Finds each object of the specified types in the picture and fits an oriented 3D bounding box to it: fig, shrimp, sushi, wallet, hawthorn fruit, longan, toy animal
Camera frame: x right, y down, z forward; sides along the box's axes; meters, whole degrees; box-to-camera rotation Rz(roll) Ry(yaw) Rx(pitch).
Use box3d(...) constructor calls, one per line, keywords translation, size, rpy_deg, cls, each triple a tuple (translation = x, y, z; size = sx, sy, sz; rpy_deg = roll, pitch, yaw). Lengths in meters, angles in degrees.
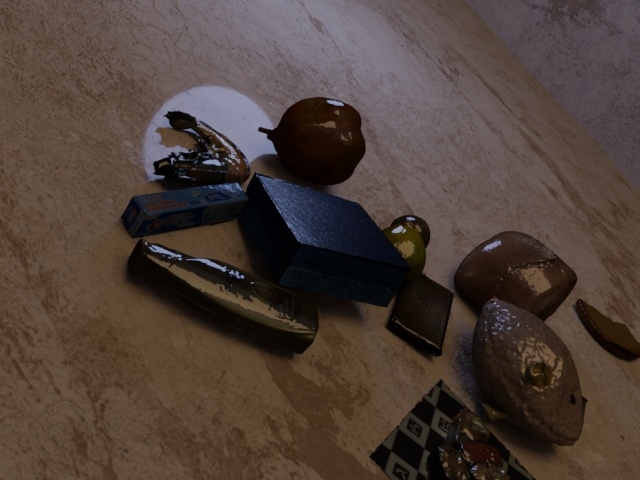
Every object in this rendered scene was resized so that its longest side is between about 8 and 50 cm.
box3d(translation=(0.168, 0.032, 1.836), size=(0.136, 0.120, 0.153), rpy_deg=(15, 50, -4), cls="fig")
box3d(translation=(-0.272, -0.194, 1.716), size=(0.222, 0.054, 0.290), rpy_deg=(50, 30, 14), cls="shrimp")
box3d(translation=(0.294, 0.426, 1.533), size=(0.320, 0.069, 0.339), rpy_deg=(47, 33, 10), cls="sushi")
box3d(translation=(0.227, 0.154, 1.825), size=(0.133, 0.039, 0.243), rpy_deg=(31, 33, -2), cls="wallet")
box3d(translation=(-0.025, -0.235, 1.913), size=(0.248, 0.208, 0.208), rpy_deg=(2, 47, -23), cls="hawthorn fruit")
box3d(translation=(0.202, -0.011, 1.951), size=(0.119, 0.106, 0.106), rpy_deg=(-1, 35, 9), cls="longan")
box3d(translation=(0.434, 0.268, 1.757), size=(0.226, 0.188, 0.358), rpy_deg=(12, 41, -45), cls="toy animal")

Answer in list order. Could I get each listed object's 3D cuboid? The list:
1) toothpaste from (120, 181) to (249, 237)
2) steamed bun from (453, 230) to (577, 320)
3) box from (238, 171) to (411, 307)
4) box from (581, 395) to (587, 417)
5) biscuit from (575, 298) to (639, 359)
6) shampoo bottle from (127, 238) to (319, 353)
box3d(translation=(-0.253, -0.061, 1.564), size=(0.272, 0.066, 0.053), rpy_deg=(-13, 60, -51), cls="toothpaste")
box3d(translation=(0.499, 0.087, 2.030), size=(0.301, 0.199, 0.251), rpy_deg=(-11, 58, -50), cls="steamed bun")
box3d(translation=(0.000, 0.000, 1.665), size=(0.279, 0.116, 0.261), rpy_deg=(16, 27, -34), cls="box")
box3d(translation=(0.561, 0.378, 1.878), size=(0.085, 0.060, 0.063), rpy_deg=(37, 40, -7), cls="box")
box3d(translation=(0.812, 0.251, 2.310), size=(0.228, 0.031, 0.176), rpy_deg=(49, 33, 17), cls="biscuit")
box3d(translation=(-0.170, 0.093, 1.450), size=(0.350, 0.084, 0.125), rpy_deg=(26, 29, -20), cls="shampoo bottle")
